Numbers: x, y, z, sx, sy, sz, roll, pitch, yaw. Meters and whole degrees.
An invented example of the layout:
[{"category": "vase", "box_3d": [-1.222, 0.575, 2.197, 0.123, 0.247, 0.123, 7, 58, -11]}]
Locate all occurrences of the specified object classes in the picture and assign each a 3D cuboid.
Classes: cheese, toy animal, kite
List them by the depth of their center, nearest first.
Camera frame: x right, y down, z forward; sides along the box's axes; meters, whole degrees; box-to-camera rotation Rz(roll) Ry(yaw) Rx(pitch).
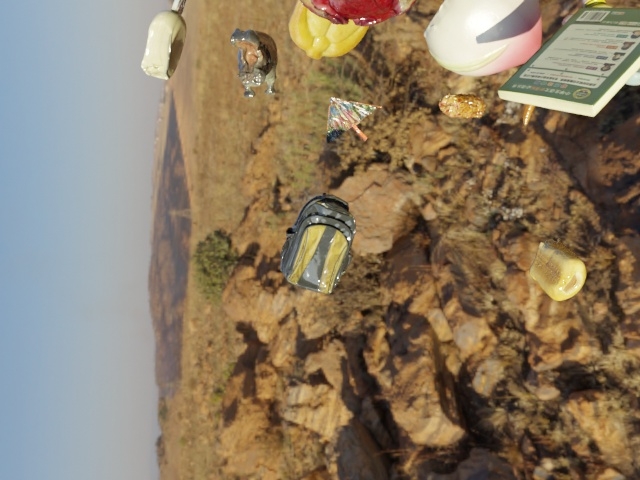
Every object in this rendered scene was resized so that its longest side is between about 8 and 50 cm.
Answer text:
[{"category": "cheese", "box_3d": [-0.250, -0.354, 0.969, 0.092, 0.047, 0.171, -89, 19, -73]}, {"category": "toy animal", "box_3d": [-0.164, -0.455, 1.500, 0.343, 0.106, 0.169, -95, -1, -72]}, {"category": "kite", "box_3d": [0.098, -0.414, 1.968, 0.189, 0.232, 0.009, 51, 172, -1]}]

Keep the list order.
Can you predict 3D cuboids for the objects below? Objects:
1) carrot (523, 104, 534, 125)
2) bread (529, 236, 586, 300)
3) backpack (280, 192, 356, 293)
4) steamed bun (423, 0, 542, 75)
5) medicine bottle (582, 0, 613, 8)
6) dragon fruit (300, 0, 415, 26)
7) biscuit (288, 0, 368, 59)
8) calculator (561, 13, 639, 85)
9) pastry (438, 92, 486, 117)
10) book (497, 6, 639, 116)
[{"category": "carrot", "box_3d": [0.578, -0.380, 1.572, 0.142, 0.035, 0.035, -65, 22, 14]}, {"category": "bread", "box_3d": [0.647, 0.080, 1.579, 0.173, 0.085, 0.134, -105, 27, -63]}, {"category": "backpack", "box_3d": [0.000, 0.000, 1.606, 0.258, 0.206, 0.133, -68, 20, 11]}, {"category": "steamed bun", "box_3d": [0.449, -0.563, 1.539, 0.309, 0.309, 0.310, -178, 90, -74]}, {"category": "medicine bottle", "box_3d": [0.941, -0.747, 1.980, 0.122, 0.121, 0.213, 124, 151, -63]}, {"category": "dragon fruit", "box_3d": [0.072, -0.555, 1.049, 0.329, 0.328, 0.330, -178, 90, -74]}, {"category": "biscuit", "box_3d": [0.038, -0.527, 1.327, 0.260, 0.202, 0.041, -55, 40, 35]}, {"category": "calculator", "box_3d": [0.704, -0.446, 1.394, 0.299, 0.185, 0.041, 47, 137, 17]}, {"category": "pastry", "box_3d": [0.425, -0.399, 1.710, 0.087, 0.169, 0.063, 63, 142, 22]}, {"category": "book", "box_3d": [0.485, -0.335, 1.063, 0.202, 0.264, 0.027, 31, 161, 48]}]
